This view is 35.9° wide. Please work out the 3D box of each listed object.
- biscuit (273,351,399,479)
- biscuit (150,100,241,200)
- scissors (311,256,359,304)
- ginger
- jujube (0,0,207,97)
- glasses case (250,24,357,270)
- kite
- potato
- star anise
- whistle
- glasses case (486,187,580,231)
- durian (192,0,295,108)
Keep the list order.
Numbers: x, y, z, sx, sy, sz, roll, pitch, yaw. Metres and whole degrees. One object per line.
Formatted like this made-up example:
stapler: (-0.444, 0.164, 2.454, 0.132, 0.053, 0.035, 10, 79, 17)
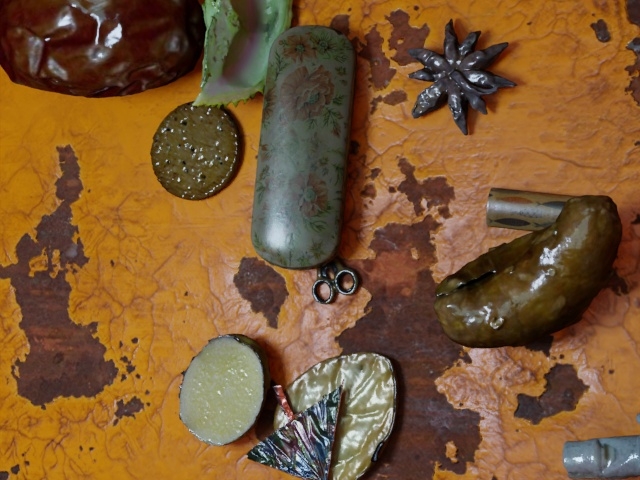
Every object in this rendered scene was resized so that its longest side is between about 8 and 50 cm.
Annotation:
biscuit: (0.034, 0.296, 1.661, 0.203, 0.041, 0.260, 43, 99, 24)
biscuit: (-0.230, -0.167, 1.824, 0.188, 0.027, 0.188, -2, 84, 23)
scissors: (0.000, 0.000, 1.718, 0.088, 0.017, 0.220, -23, 76, 19)
ginger: (0.329, 0.059, 1.509, 0.321, 0.172, 0.165, -37, 35, 14)
jujube: (-0.404, -0.384, 1.798, 0.377, 0.276, 0.276, -9, 81, 22)
glasses case: (-0.027, -0.160, 1.692, 0.156, 0.098, 0.425, 4, 82, 9)
kite: (-0.030, 0.324, 1.658, 0.232, 0.009, 0.189, -36, 72, 19)
potato: (-0.159, 0.257, 1.722, 0.164, 0.081, 0.200, 28, 98, 19)
star anise: (0.219, -0.275, 1.636, 0.195, 0.065, 0.182, -47, 69, 15)
whistle: (0.526, 0.308, 1.422, 0.346, 0.134, 0.142, -12, 83, 30)
glasses case: (0.351, -0.045, 1.569, 0.170, 0.041, 0.065, 8, 88, 22)
durian: (-0.140, -0.405, 1.738, 0.157, 0.169, 0.355, 2, 91, 18)
